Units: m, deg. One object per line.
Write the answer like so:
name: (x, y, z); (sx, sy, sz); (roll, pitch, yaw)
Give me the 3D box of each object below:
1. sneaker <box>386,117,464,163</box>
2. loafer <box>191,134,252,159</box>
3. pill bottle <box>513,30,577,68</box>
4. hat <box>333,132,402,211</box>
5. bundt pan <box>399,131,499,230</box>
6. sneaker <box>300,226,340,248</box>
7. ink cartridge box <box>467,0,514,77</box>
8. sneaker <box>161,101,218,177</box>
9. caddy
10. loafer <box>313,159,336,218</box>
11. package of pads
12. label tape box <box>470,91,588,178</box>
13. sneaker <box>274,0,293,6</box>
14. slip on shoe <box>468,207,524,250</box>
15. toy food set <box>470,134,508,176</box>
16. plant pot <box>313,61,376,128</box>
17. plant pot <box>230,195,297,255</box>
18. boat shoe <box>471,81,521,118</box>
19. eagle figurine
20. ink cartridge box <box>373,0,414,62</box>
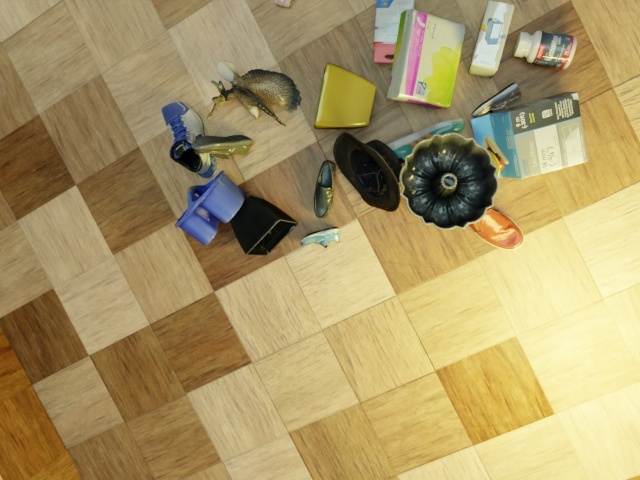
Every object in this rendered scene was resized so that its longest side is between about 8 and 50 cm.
sneaker: (0.384, -0.342, 1.835); (0.302, 0.108, 0.121); (-20, 94, 20)
loafer: (-0.367, -0.342, 1.910); (0.094, 0.251, 0.088); (36, 125, 39)
pill bottle: (0.761, -0.653, 1.726); (0.180, 0.108, 0.108); (13, 99, 8)
hat: (0.202, -0.268, 1.815); (0.134, 0.331, 0.331); (-39, 89, -18)
bundt pan: (0.426, -0.192, 1.730); (0.330, 0.124, 0.331); (0, 86, 2)
sneaker: (0.000, 0.000, 1.962); (0.162, 0.063, 0.073); (-13, 98, 11)
ink cartridge box: (0.579, -0.681, 1.730); (0.093, 0.154, 0.213); (16, 100, 9)
sneaker: (-0.513, -0.389, 1.942); (0.127, 0.182, 0.316); (-27, 92, 10)
caddy: (-0.420, -0.137, 1.891); (0.179, 0.341, 0.241); (41, 102, -15)
loafer: (0.012, -0.194, 1.926); (0.076, 0.078, 0.224); (10, 99, 9)
package of pads: (0.370, -0.620, 1.756); (0.229, 0.101, 0.297); (5, 100, -24)
label tape box: (0.717, -0.346, 1.750); (0.333, 0.106, 0.241); (-15, 106, 11)
sneaker: (-0.116, -0.930, 1.875); (0.070, 0.051, 0.135); (21, 103, 5)
slip on shoe: (0.593, -0.079, 1.829); (0.331, 0.101, 0.123); (40, 100, 2)
toy food set: (0.586, -0.266, 1.777); (0.071, 0.218, 0.128); (-28, 73, -31)
plant pot: (0.087, -0.496, 1.822); (0.187, 0.212, 0.213); (11, 99, -4)
plant pot: (-0.233, -0.064, 1.941); (0.187, 0.188, 0.167); (-46, 76, 12)
boat shoe: (0.625, -0.479, 1.792); (0.183, 0.066, 0.066); (-33, 99, 16)
eagle figurine: (-0.243, -0.534, 1.881); (0.298, 0.225, 0.227); (6, 88, 20)
ink cartridge box: (0.263, -0.747, 1.815); (0.134, 0.078, 0.231); (5, 98, 10)
